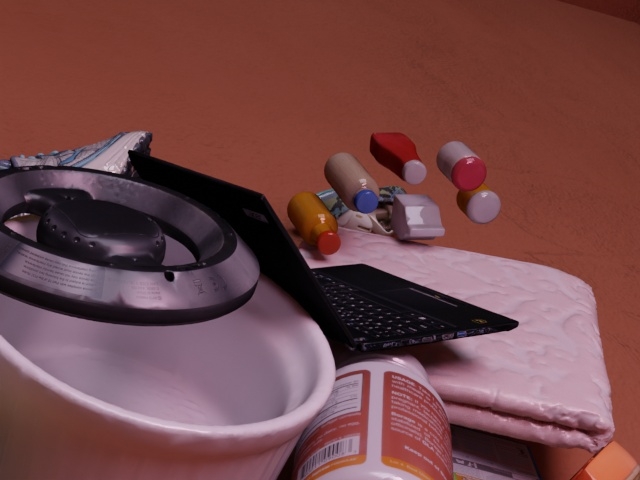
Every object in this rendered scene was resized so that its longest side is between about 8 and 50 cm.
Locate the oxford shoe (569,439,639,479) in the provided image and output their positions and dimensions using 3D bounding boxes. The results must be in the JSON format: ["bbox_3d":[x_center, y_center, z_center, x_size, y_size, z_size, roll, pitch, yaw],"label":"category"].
[{"bbox_3d":[0.185,0.263,0.888,0.133,0.130,0.364,43,34,13],"label":"oxford shoe"}]

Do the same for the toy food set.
[{"bbox_3d":[0.092,-0.044,1.318,0.232,0.111,0.104,0,24,-17],"label":"toy food set"}]

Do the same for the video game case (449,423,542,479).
[{"bbox_3d":[0.142,0.215,1.083,0.119,0.015,0.166,17,24,-13],"label":"video game case"}]

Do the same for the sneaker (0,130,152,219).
[{"bbox_3d":[-0.247,-0.053,1.202,0.122,0.110,0.283,20,23,4],"label":"sneaker"}]

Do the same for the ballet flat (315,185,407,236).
[{"bbox_3d":[0.050,-0.028,1.469,0.070,0.070,0.188,37,31,31],"label":"ballet flat"}]

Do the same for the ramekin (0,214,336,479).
[{"bbox_3d":[-0.140,0.104,0.922,0.277,0.135,0.277,19,24,-9],"label":"ramekin"}]

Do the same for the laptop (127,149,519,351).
[{"bbox_3d":[0.000,0.000,1.080,0.264,0.136,0.234,-5,15,-33],"label":"laptop"}]

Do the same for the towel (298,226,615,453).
[{"bbox_3d":[0.117,0.085,1.225,0.317,0.053,0.332,11,22,4],"label":"towel"}]

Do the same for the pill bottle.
[{"bbox_3d":[0.040,0.168,0.960,0.121,0.121,0.216,20,23,-5],"label":"pill bottle"}]

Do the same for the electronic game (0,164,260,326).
[{"bbox_3d":[-0.155,0.002,0.895,0.229,0.048,0.229,14,19,-5],"label":"electronic game"}]
